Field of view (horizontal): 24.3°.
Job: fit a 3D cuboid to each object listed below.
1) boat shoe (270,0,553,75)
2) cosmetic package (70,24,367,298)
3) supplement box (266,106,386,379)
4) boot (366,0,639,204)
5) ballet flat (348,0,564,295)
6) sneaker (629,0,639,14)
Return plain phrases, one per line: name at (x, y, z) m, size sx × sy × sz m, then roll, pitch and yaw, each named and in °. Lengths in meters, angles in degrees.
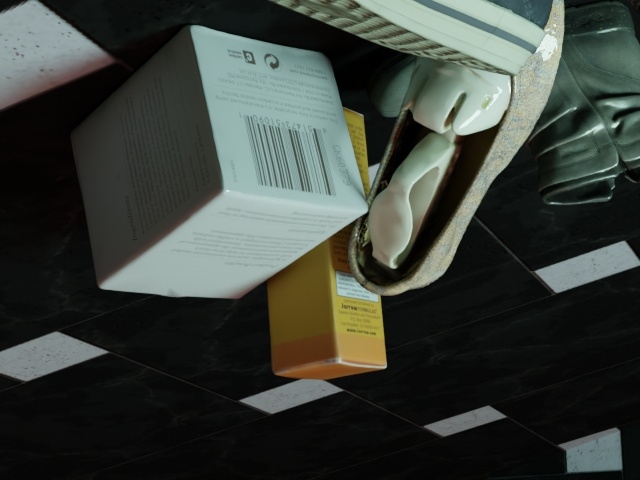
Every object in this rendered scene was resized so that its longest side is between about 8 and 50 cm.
boat shoe at (-0.002, -0.217, 0.839) m, size 0.187 × 0.156 × 0.500 m, roll 20°, pitch -175°, yaw 33°
cosmetic package at (-0.087, -0.057, 1.218) m, size 0.151 × 0.151 × 0.184 m, roll 7°, pitch 150°, yaw -42°
supplement box at (0.000, 0.000, 1.290) m, size 0.078 × 0.233 × 0.080 m, roll -14°, pitch 165°, yaw 37°
boot at (0.172, -0.103, 1.246) m, size 0.247 × 0.161 × 0.083 m, roll -13°, pitch 158°, yaw -1°
ballet flat at (0.101, -0.080, 1.172) m, size 0.106 × 0.108 × 0.316 m, roll -27°, pitch 142°, yaw -51°
sneaker at (0.328, -0.210, 1.084) m, size 0.276 × 0.135 × 0.097 m, roll -2°, pitch 156°, yaw -16°
